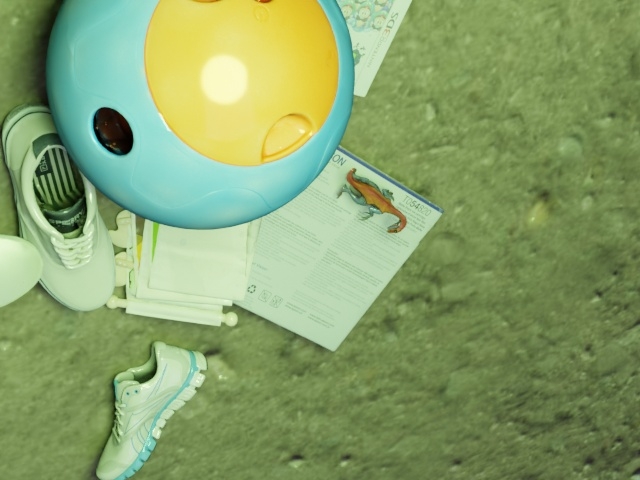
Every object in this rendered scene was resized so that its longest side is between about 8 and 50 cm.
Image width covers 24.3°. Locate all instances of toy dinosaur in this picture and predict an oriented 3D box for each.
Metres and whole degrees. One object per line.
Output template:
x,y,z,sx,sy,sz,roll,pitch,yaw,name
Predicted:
0.060,-0.039,1.644,0.082,0.090,0.047,33,93,5,toy dinosaur

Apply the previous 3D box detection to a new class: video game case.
0.012,-0.234,1.577,0.157,0.019,0.143,12,115,-33,video game case

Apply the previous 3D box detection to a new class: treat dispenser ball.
-0.111,-0.154,1.388,0.288,0.288,0.288,-14,127,-19,treat dispenser ball

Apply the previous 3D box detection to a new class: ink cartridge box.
0.000,0.000,1.716,0.223,0.045,0.224,30,105,-38,ink cartridge box

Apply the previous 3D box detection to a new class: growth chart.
-0.142,-0.007,1.612,0.172,0.021,0.237,16,117,-4,growth chart

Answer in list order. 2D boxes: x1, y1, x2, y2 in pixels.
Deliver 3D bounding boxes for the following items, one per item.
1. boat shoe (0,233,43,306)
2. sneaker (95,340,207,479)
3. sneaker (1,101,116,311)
-0.398,0.041,1.515,0.227,0.081,0.079,-16,103,-11,boat shoe
-0.218,0.194,1.730,0.083,0.071,0.191,30,96,-33,sneaker
-0.268,-0.016,1.530,0.094,0.091,0.258,-23,129,-11,sneaker
